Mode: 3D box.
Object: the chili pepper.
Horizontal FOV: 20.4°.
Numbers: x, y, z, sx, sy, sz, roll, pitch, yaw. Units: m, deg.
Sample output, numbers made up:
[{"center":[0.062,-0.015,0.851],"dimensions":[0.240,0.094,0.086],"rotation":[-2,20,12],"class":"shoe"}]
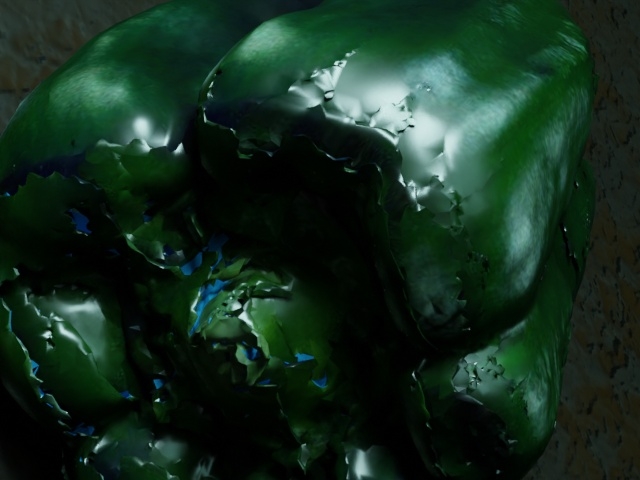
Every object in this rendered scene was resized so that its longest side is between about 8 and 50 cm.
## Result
[{"center":[0.000,0.000,0.754],"dimensions":[0.256,0.249,0.233],"rotation":[-49,132,-54],"class":"chili pepper"}]
